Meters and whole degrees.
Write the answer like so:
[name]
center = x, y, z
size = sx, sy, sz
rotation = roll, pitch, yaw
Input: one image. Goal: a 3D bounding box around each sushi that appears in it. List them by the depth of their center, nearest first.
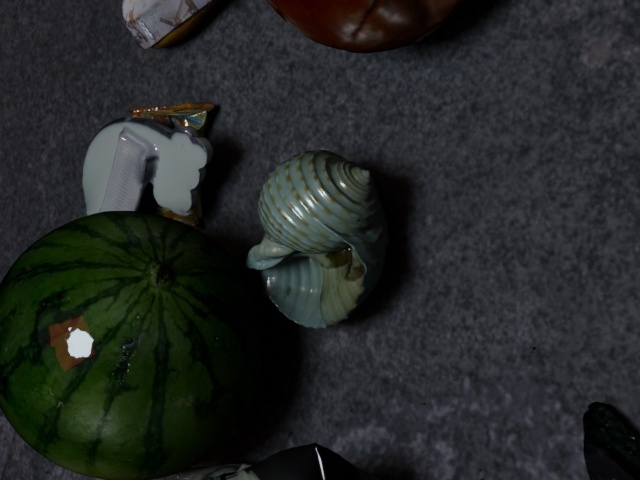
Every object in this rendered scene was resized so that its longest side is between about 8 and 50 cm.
[sushi]
center = -0.020, 0.239, 0.991
size = 0.273, 0.109, 0.134
rotation = -23, 79, 51

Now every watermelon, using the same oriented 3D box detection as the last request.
[watermelon]
center = -0.166, 0.090, 1.015
size = 0.242, 0.242, 0.242
rotation = -4, 83, 37

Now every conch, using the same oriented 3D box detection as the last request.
[conch]
center = 0.006, -0.003, 0.982
size = 0.135, 0.102, 0.153
rotation = 56, 152, 18

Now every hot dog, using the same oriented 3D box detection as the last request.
[hot dog]
center = -0.121, -0.257, 1.128
size = 0.191, 0.059, 0.108
rotation = -31, 55, 35

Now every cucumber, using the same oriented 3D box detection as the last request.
[cucumber]
center = 0.251, 0.206, 0.815
size = 0.220, 0.046, 0.070
rotation = 42, 118, 32

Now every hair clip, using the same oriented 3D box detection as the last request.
[hair clip]
center = -0.186, -0.032, 1.128
size = 0.140, 0.054, 0.220
rotation = 37, 121, 27

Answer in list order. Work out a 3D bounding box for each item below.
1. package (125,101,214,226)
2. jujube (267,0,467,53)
[package]
center = -0.153, -0.077, 1.151
size = 0.108, 0.031, 0.121
rotation = 7, 91, 36
[jujube]
center = 0.020, -0.306, 0.945
size = 0.223, 0.223, 0.318
rotation = -39, 57, 28
